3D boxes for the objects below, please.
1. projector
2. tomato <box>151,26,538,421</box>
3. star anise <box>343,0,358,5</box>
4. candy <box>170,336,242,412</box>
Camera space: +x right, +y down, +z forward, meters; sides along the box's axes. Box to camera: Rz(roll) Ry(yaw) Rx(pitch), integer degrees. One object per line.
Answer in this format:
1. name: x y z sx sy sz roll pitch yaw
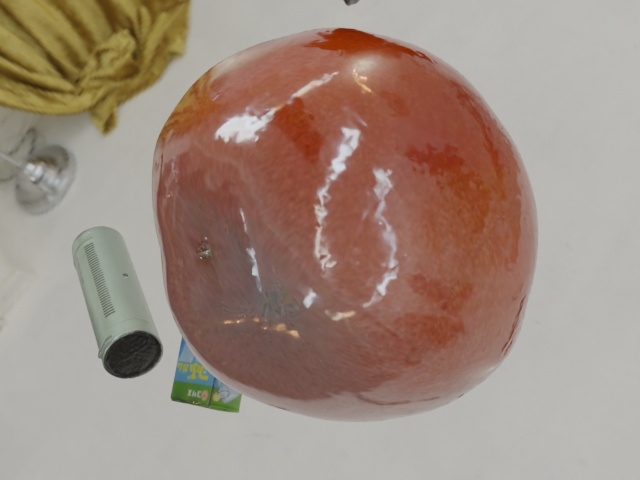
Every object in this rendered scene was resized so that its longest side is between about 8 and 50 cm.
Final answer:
1. projector: -0.372 0.103 1.719 0.108 0.108 0.337 -44 40 9
2. tomato: 0.000 0.000 0.791 0.341 0.273 0.341 15 117 32
3. star anise: 0.081 -0.386 0.853 0.292 0.109 0.349 -23 92 31
4. candy: -0.147 0.140 1.351 0.097 0.062 0.194 0 75 46
